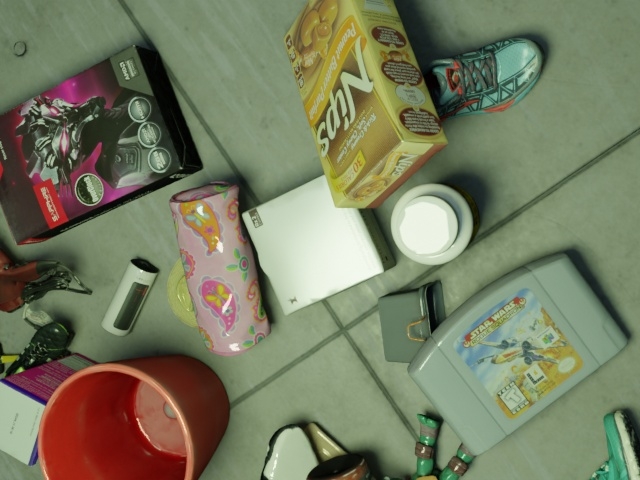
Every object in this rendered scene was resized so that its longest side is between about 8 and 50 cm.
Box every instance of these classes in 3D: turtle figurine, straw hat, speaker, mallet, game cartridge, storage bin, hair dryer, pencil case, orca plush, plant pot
[{"bbox_3d":[0.169,0.409,1.185,0.175,0.118,0.234,22,84,-2],"label":"turtle figurine"},{"bbox_3d":[-0.223,0.089,1.299,0.144,0.061,0.145,1,94,15],"label":"straw hat"},{"bbox_3d":[-0.345,0.102,1.338,0.055,0.055,0.136,30,101,12],"label":"speaker"},{"bbox_3d":[-0.568,0.217,1.419,0.189,0.039,0.062,-12,94,15],"label":"mallet"},{"bbox_3d":[0.290,0.163,1.114,0.297,0.062,0.198,-38,103,3],"label":"game cartridge"},{"bbox_3d":[0.145,0.139,1.187,0.091,0.098,0.135,-7,92,27],"label":"storage bin"},{"bbox_3d":[-0.545,0.056,1.349,0.293,0.080,0.224,30,128,1],"label":"hair dryer"},{"bbox_3d":[-0.163,0.048,1.224,0.124,0.124,0.284,-8,105,16],"label":"pencil case"},{"bbox_3d":[-0.045,0.453,1.249,0.151,0.102,0.287,-23,93,-26],"label":"orca plush"},{"bbox_3d":[-0.287,0.313,1.239,0.274,0.243,0.275,1,95,15],"label":"plant pot"}]

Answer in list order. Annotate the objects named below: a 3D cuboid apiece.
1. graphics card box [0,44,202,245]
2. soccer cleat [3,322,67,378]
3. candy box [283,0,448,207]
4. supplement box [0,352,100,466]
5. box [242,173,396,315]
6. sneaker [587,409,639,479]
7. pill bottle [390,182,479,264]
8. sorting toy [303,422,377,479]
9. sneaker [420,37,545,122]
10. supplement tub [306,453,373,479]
[{"bbox_3d":[-0.418,-0.161,1.319,0.370,0.094,0.233,-21,88,16],"label":"graphics card box"},{"bbox_3d":[-0.517,0.215,1.340,0.060,0.072,0.179,41,118,-12],"label":"soccer cleat"},{"bbox_3d":[0.055,-0.227,1.090,0.183,0.087,0.317,-44,55,50],"label":"candy box"},{"bbox_3d":[-0.463,0.288,1.300,0.114,0.220,0.111,23,99,15],"label":"supplement box"},{"bbox_3d":[0.000,0.000,1.199,0.181,0.119,0.181,-24,88,16],"label":"box"},{"bbox_3d":[0.439,0.395,1.118,0.110,0.107,0.275,0,94,25],"label":"sneaker"},{"bbox_3d":[0.171,-0.027,1.098,0.117,0.215,0.117,1,95,15],"label":"pill bottle"},{"bbox_3d":[0.006,0.448,1.279,0.208,0.038,0.193,41,104,14],"label":"sorting toy"},{"bbox_3d":[0.211,-0.230,1.117,0.261,0.125,0.104,-21,89,16],"label":"sneaker"},{"bbox_3d":[0.054,0.452,1.180,0.106,0.106,0.198,-18,92,16],"label":"supplement tub"}]
